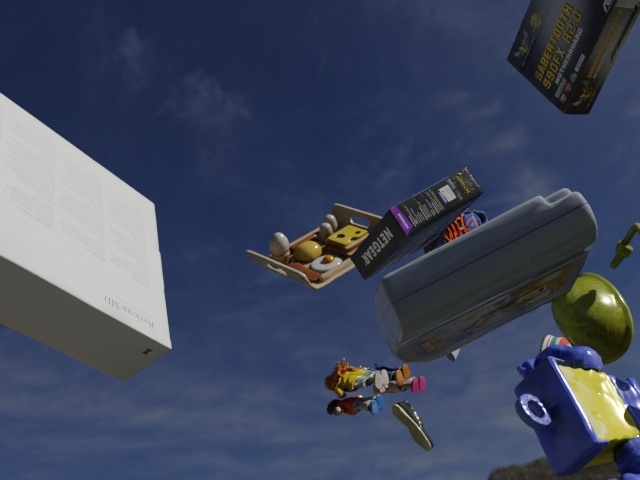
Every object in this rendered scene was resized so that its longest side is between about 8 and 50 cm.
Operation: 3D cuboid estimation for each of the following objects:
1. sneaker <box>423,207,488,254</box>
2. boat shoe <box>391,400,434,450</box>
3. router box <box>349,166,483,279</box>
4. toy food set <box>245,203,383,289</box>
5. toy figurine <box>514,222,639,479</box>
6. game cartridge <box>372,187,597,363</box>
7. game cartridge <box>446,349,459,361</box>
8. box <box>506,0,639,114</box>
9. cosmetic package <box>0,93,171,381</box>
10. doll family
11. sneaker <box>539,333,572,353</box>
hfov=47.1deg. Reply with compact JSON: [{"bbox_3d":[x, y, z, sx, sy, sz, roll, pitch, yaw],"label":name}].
[{"bbox_3d":[0.227,-0.024,1.252,0.087,0.083,0.221,-16,4,28],"label":"sneaker"},{"bbox_3d":[0.221,0.427,1.700,0.042,0.133,0.048,-18,-38,-33],"label":"boat shoe"},{"bbox_3d":[0.127,-0.019,1.002,0.133,0.046,0.179,-28,-12,-24],"label":"router box"},{"bbox_3d":[0.000,0.000,1.791,0.306,0.220,0.092,-31,-57,-33],"label":"toy food set"},{"bbox_3d":[0.296,0.144,0.775,0.217,0.362,0.191,4,-45,-22],"label":"toy figurine"},{"bbox_3d":[0.152,0.051,0.704,0.198,0.062,0.297,-32,-19,5],"label":"game cartridge"},{"bbox_3d":[0.236,0.187,1.402,0.017,0.083,0.056,-34,1,22],"label":"game cartridge"},{"bbox_3d":[0.397,-0.341,1.144,0.056,0.183,0.231,-2,-49,-23],"label":"box"},{"bbox_3d":[-0.357,-0.025,0.906,0.097,0.284,0.377,-36,-47,14],"label":"cosmetic package"},{"bbox_3d":[0.107,0.314,1.659,0.163,0.118,0.263,-13,-3,41],"label":"doll family"},{"bbox_3d":[0.352,0.212,1.052,0.075,0.161,0.057,-1,-30,31],"label":"sneaker"}]
